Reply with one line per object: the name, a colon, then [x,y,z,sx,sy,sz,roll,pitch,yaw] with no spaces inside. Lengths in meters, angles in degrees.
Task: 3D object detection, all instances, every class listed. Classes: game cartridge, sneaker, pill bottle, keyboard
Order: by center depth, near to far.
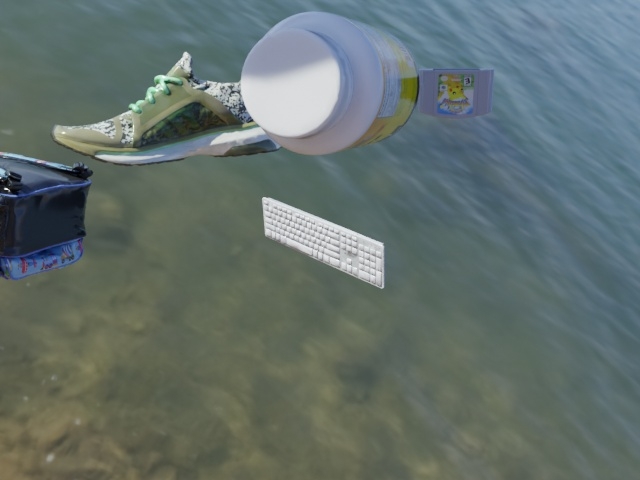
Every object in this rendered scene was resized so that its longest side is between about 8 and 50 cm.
pill bottle: [0.011,-0.137,0.686,0.117,0.117,0.215,36,20,10]
game cartridge: [0.152,-0.165,0.872,0.083,0.056,0.017,1,24,8]
keyboard: [0.000,0.000,1.191,0.256,0.072,0.014,23,32,39]
sneaker: [-0.259,-0.232,1.347,0.410,0.182,0.158,-9,14,-23]

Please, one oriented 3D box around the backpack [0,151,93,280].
backpack: [-0.362,-0.037,0.851,0.173,0.116,0.158,12,14,15]
